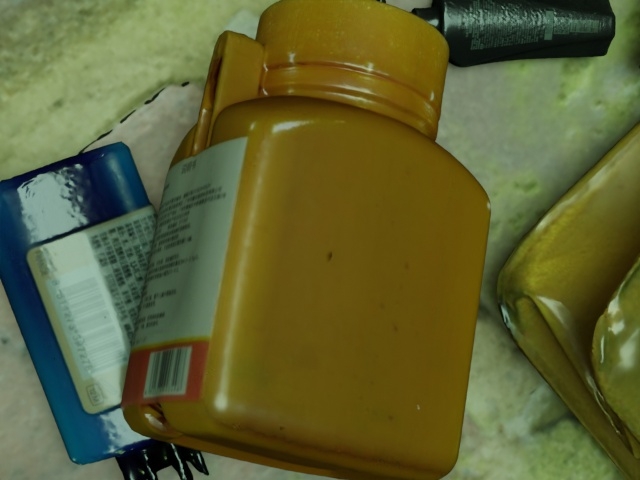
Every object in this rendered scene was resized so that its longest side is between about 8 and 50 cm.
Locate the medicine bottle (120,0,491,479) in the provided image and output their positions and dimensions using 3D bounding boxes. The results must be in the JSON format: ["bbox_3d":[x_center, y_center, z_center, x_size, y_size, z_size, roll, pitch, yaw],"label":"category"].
[{"bbox_3d":[0.000,0.000,0.645,0.149,0.112,0.222,18,73,-28],"label":"medicine bottle"}]

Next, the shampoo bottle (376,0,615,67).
[{"bbox_3d":[0.097,-0.121,0.725,0.137,0.027,0.048,-2,99,-12],"label":"shampoo bottle"}]

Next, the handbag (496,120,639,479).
[{"bbox_3d":[0.322,0.003,0.720,0.401,0.133,0.283,-44,111,-11],"label":"handbag"}]

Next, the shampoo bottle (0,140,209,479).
[{"bbox_3d":[-0.108,0.047,0.669,0.087,0.050,0.183,-21,94,-19],"label":"shampoo bottle"}]
